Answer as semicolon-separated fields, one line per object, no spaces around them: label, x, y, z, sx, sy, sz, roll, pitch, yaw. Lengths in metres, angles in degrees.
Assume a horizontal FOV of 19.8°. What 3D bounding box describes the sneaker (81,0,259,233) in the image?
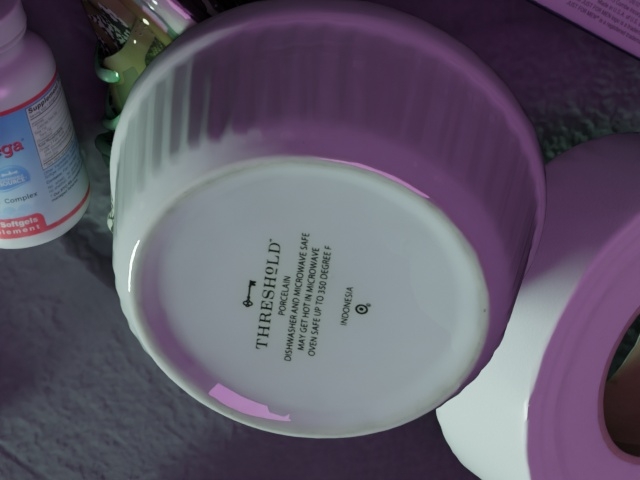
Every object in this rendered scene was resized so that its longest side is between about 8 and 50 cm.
sneaker;-0.095;-0.074;1.204;0.182;0.158;0.410;-36;109;18

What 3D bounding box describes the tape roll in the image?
tape roll;0.219;0.070;1.293;0.286;0.100;0.286;-17;121;-32

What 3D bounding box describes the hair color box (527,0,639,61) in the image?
hair color box;0.273;-0.304;1.229;0.185;0.113;0.374;25;101;-21

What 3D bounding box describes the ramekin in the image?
ramekin;0.000;0.000;1.096;0.273;0.127;0.272;3;128;4

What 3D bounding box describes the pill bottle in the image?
pill bottle;-0.205;-0.080;1.171;0.087;0.087;0.160;-18;127;-8
